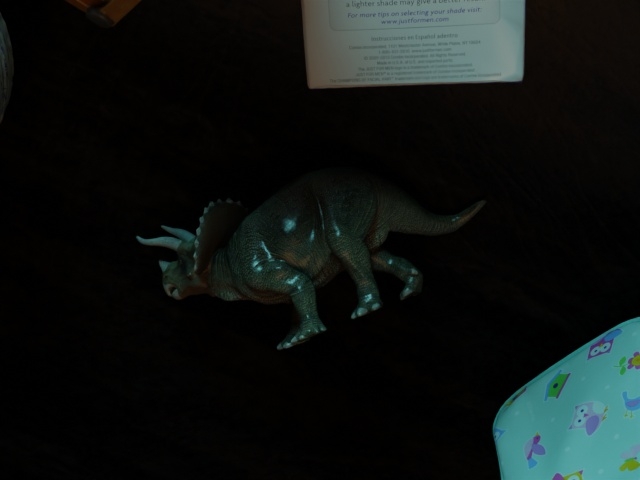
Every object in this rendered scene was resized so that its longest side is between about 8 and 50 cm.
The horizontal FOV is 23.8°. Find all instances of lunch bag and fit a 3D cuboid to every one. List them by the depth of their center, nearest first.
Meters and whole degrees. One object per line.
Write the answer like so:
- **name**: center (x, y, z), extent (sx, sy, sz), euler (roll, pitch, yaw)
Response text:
- **lunch bag**: center (0.284, 0.211, 1.415), extent (0.224, 0.279, 0.108), euler (-36, 118, 18)

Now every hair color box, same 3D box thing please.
- **hair color box**: center (0.070, -0.296, 1.215), extent (0.185, 0.110, 0.339), euler (-1, 123, 4)

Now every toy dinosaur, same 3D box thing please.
- **toy dinosaur**: center (0.000, 0.000, 1.385), extent (0.313, 0.121, 0.160), euler (-24, 85, 0)

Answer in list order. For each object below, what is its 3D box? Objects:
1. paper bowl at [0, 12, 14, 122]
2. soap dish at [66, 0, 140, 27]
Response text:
- **paper bowl**: center (-0.397, -0.160, 1.270), extent (0.284, 0.148, 0.284), euler (5, 130, 6)
- **soap dish**: center (-0.181, -0.278, 1.138), extent (0.229, 0.291, 0.118), euler (31, 73, -17)
